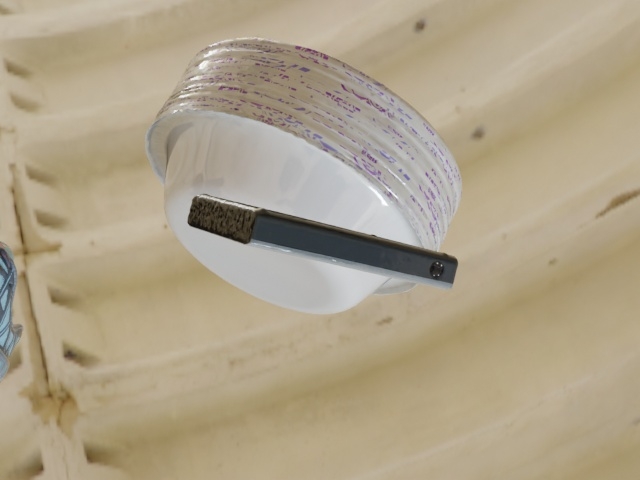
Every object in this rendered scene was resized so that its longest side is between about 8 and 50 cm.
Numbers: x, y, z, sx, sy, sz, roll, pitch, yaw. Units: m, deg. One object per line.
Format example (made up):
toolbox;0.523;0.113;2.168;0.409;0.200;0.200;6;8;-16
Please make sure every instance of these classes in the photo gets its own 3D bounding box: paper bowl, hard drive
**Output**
paper bowl;-0.026;-0.040;1.063;0.284;0.284;0.148;23;-115;12
hard drive;0.000;0.000;0.690;0.135;0.022;0.094;14;-179;-29

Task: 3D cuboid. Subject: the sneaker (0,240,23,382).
sneaker;-0.317;0.026;0.974;0.104;0.262;0.125;16;-133;18
